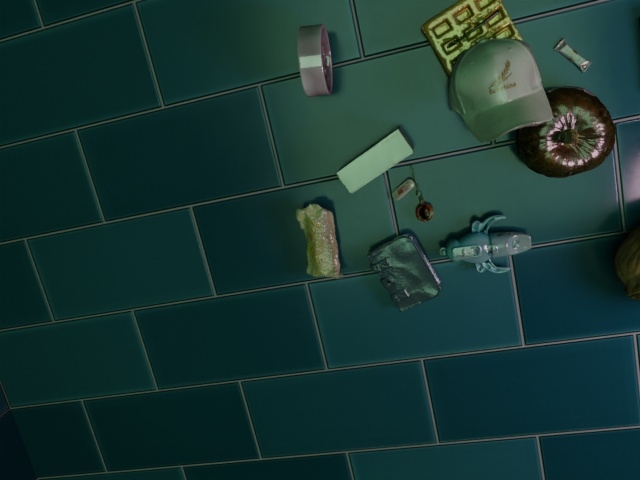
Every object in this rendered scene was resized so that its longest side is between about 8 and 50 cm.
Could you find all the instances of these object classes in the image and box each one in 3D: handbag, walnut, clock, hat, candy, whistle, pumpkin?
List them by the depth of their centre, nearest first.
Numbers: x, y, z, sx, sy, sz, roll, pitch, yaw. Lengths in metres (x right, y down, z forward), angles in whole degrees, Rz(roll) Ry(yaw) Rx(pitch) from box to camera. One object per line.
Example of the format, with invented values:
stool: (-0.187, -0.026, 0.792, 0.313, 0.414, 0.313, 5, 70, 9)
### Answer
hat: (0.472, -0.399, 1.469, 0.258, 0.301, 0.168, -20, 137, 15)
pumpkin: (0.677, -0.291, 1.541, 0.261, 0.189, 0.260, 3, 106, 11)
walnut: (1.000, 0.067, 1.548, 0.313, 0.252, 0.277, -39, 107, 22)
clock: (-0.013, -0.517, 1.599, 0.068, 0.197, 0.196, -3, 104, 11)
whistle: (0.505, 0.018, 1.710, 0.274, 0.093, 0.186, -7, 103, 9)
candy: (0.307, -0.148, 1.730, 0.056, 0.049, 0.184, -16, 93, 7)
handbag: (0.267, 0.105, 1.788, 0.179, 0.062, 0.229, -28, 98, 16)

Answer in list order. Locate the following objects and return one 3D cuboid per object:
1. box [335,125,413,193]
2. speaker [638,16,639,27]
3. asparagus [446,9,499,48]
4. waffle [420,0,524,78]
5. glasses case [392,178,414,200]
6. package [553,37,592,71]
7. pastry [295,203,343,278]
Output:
box: (0.166, -0.242, 1.676, 0.225, 0.129, 0.086, -33, 98, 17)
speaker: (0.927, -0.509, 1.512, 0.082, 0.044, 0.218, -12, 102, 13)
asparagus: (0.423, -0.585, 1.540, 0.166, 0.016, 0.013, -34, 138, 16)
waffle: (0.439, -0.566, 1.578, 0.221, 0.055, 0.247, -31, 98, 16)
glasses case: (0.259, -0.158, 1.732, 0.083, 0.021, 0.032, -42, 74, 30)
package: (0.712, -0.521, 1.562, 0.110, 0.015, 0.037, 39, 113, 0)
pastry: (-0.006, 0.003, 1.796, 0.122, 0.089, 0.258, -8, 102, 16)
